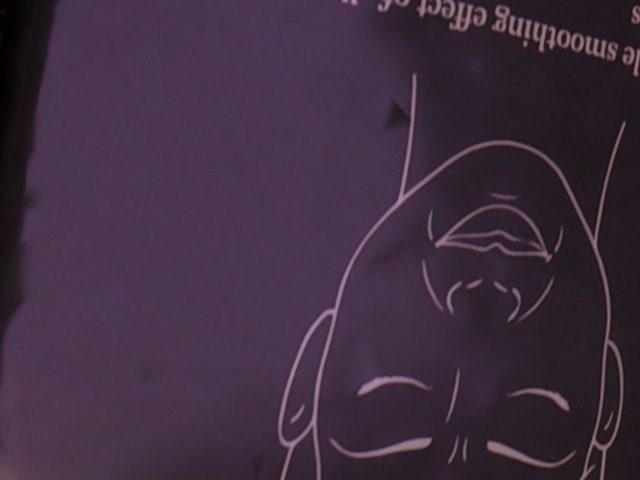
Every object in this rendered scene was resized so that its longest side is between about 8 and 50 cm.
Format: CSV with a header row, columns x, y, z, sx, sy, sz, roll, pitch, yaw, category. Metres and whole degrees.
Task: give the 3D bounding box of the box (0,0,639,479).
x,y,z,sx,sy,sz,roll,pitch,yaw,category
0.000,0.000,0.453,0.293,0.212,0.395,9,93,-29,box
